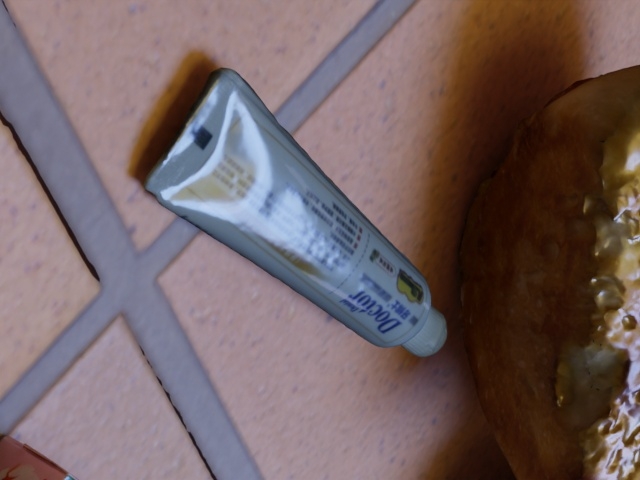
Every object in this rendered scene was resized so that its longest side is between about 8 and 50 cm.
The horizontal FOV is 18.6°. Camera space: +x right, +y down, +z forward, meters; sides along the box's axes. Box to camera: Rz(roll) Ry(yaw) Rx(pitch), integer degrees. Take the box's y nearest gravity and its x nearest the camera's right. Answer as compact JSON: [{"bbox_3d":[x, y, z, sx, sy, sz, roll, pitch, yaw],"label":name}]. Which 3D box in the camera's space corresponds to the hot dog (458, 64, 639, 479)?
[{"bbox_3d":[0.161,0.023,1.072,0.150,0.153,0.256,-2,103,-21],"label":"hot dog"}]

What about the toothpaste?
[{"bbox_3d":[0.000,0.000,0.953,0.067,0.037,0.255,-55,141,-4],"label":"toothpaste"}]

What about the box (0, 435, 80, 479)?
[{"bbox_3d":[-0.138,0.160,0.863,0.125,0.043,0.089,-58,144,-11],"label":"box"}]
